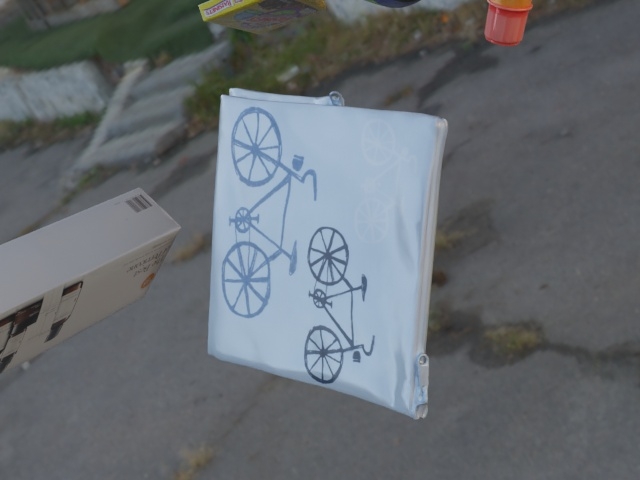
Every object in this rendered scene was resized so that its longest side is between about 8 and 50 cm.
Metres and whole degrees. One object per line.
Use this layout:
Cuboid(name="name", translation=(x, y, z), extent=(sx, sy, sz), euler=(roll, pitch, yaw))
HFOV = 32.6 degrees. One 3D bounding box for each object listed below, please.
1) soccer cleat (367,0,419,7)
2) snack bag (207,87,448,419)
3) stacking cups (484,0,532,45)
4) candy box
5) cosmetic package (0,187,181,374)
Cuboid(name="soccer cleat", translation=(-0.009, -0.336, 1.219), extent=(0.093, 0.289, 0.121), euler=(-68, 15, 1))
Cuboid(name="snack bag", translation=(0.000, 0.000, 1.194), extent=(0.342, 0.323, 0.037), euler=(10, 9, 43))
Cuboid(name="stacking cups", translation=(0.320, -0.467, 1.729), extent=(0.096, 0.316, 0.096), euler=(4, 34, -3))
Cuboid(name="candy box", translation=(-0.069, -0.297, 1.395), extent=(0.105, 0.027, 0.206), euler=(-15, 2, 17))
Cuboid(name="cosmetic package", translation=(-0.222, 0.041, 0.891), extent=(0.239, 0.060, 0.099), euler=(-31, -20, -52))
